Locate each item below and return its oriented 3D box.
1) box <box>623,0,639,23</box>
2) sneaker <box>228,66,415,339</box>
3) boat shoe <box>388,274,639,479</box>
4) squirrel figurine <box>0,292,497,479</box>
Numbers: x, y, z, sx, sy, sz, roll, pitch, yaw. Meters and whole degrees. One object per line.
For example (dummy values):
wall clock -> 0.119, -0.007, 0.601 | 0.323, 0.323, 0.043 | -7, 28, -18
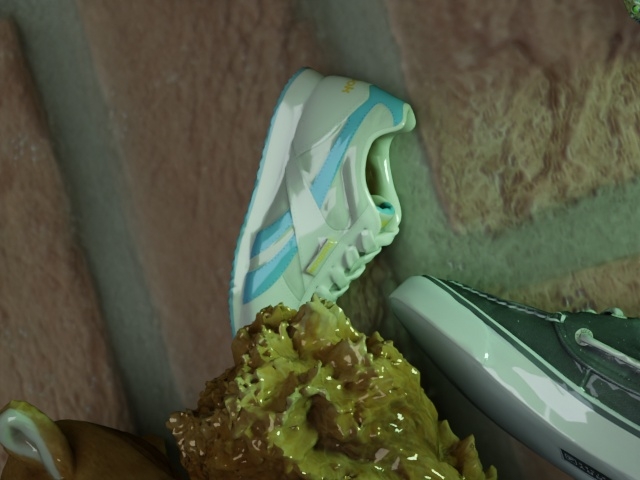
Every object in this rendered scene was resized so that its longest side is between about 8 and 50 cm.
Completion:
box -> 0.271, -0.303, 0.827 | 0.290, 0.177, 0.279 | -25, 83, 23
sneaker -> 0.000, 0.000, 1.013 | 0.092, 0.087, 0.229 | 16, 102, 19
boat shoe -> 0.181, 0.093, 0.940 | 0.301, 0.108, 0.102 | 33, 73, 30
squirrel figurine -> -0.052, 0.222, 0.962 | 0.397, 0.281, 0.370 | -52, 55, 11
